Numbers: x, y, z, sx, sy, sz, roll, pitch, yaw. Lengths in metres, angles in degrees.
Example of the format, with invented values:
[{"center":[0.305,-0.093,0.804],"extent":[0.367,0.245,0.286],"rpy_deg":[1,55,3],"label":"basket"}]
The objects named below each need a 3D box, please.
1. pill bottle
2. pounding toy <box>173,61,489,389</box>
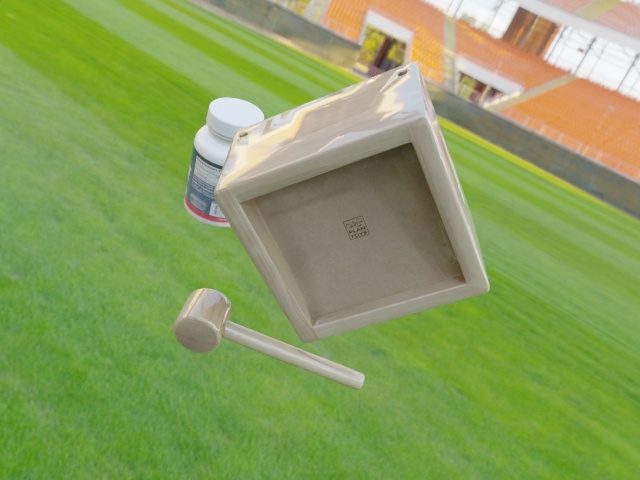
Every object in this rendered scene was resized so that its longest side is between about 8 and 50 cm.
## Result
[{"center":[-0.144,-0.120,0.979],"extent":[0.108,0.180,0.108],"rpy_deg":[12,37,-10],"label":"pill bottle"},{"center":[-0.002,0.009,0.434],"extent":[0.094,0.206,0.181],"rpy_deg":[-84,151,-55],"label":"pounding toy"}]
